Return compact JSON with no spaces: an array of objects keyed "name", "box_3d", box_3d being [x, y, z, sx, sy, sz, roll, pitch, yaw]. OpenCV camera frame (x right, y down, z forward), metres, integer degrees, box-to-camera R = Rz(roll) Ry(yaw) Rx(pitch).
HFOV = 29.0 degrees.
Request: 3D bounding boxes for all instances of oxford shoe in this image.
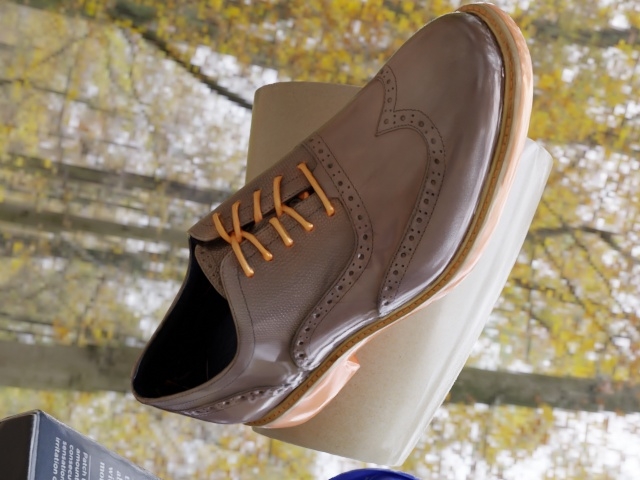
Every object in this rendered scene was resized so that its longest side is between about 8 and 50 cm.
[{"name":"oxford shoe","box_3d":[0.000,0.000,0.792,0.363,0.133,0.130,-56,-131,30]}]

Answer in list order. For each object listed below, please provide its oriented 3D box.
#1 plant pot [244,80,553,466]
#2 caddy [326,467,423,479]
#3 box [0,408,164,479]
[{"name":"plant pot","box_3d":[0.038,0.039,1.027,0.256,0.256,0.274,-2,-107,66]},{"name":"caddy","box_3d":[0.088,0.444,1.487,0.241,0.179,0.341,-26,-88,19]},{"name":"box","box_3d":[-0.246,0.337,1.073,0.293,0.395,0.212,-17,-125,21]}]
